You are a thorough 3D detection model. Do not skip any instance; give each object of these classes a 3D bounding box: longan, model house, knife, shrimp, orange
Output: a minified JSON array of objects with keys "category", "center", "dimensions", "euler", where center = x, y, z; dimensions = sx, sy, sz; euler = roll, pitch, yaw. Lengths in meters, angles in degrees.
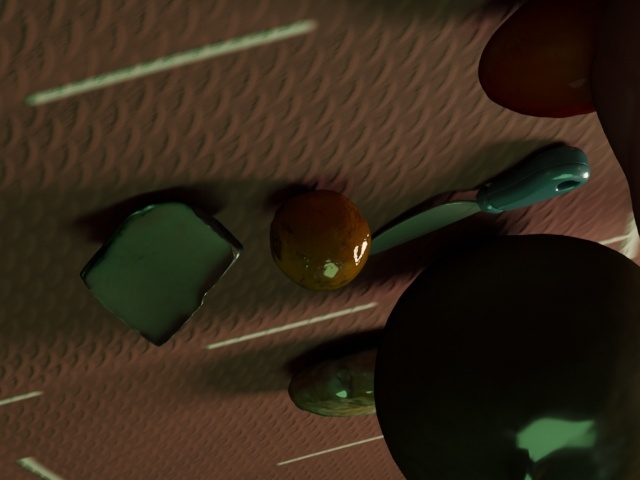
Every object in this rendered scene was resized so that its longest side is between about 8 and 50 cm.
[{"category":"longan","center":[0.190,0.126,1.609],"dimensions":[0.297,0.297,0.297],"euler":[-13,163,-4]},{"category":"model house","center":[-0.119,0.015,1.351],"dimensions":[0.101,0.088,0.100],"euler":[-49,-176,4]},{"category":"knife","center":[0.119,-0.028,1.494],"dimensions":[0.244,0.032,0.058],"euler":[-21,164,34]},{"category":"shrimp","center":[0.174,0.151,1.977],"dimensions":[0.445,0.110,0.221],"euler":[-4,166,-21]},{"category":"orange","center":[0.000,0.000,1.381],"dimensions":[0.083,0.083,0.083],"euler":[-13,163,-4]}]

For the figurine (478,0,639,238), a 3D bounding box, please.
[{"category":"figurine","center":[0.269,-0.115,1.068],"dimensions":[0.269,0.261,0.211],"euler":[-7,134,-18]}]
